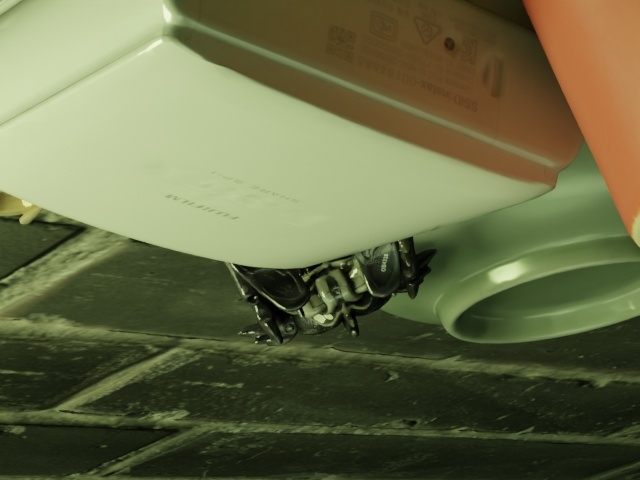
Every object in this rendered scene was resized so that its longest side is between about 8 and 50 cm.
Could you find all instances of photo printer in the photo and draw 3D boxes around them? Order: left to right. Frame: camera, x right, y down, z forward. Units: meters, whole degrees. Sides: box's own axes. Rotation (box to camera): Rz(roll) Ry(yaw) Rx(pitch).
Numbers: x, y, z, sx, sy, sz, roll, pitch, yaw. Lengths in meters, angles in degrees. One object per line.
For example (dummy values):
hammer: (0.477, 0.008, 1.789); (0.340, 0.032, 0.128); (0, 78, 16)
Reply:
photo printer: (-0.050, -0.071, 0.943); (0.256, 0.107, 0.307); (19, 160, -31)

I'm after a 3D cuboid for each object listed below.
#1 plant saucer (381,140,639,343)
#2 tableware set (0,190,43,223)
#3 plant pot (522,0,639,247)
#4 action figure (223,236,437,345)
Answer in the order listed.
plant saucer: (0.194, 0.006, 1.425); (0.401, 0.100, 0.400); (-9, 161, -3)
tableware set: (-0.214, -0.050, 1.156); (0.169, 0.020, 0.141); (6, 155, -41)
plant pot: (0.208, -0.134, 0.799); (0.275, 0.243, 0.275); (-9, 161, -3)
action figure: (0.000, 0.000, 1.245); (0.164, 0.141, 0.275); (-18, 173, -1)
